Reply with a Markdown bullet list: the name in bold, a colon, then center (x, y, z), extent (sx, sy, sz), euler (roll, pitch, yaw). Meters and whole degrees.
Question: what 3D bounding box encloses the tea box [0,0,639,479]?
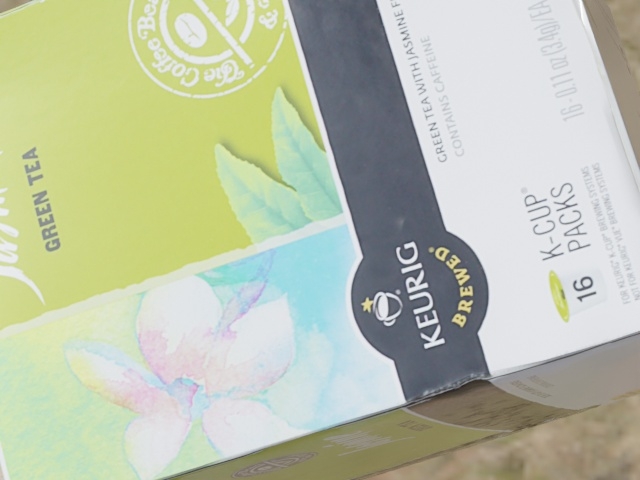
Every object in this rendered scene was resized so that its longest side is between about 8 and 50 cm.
- **tea box**: center (0.000, 0.000, 0.899), extent (0.329, 0.324, 0.220), euler (26, -134, -74)
